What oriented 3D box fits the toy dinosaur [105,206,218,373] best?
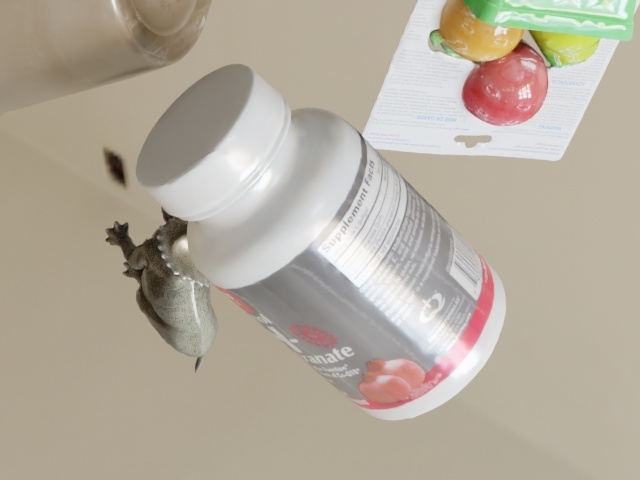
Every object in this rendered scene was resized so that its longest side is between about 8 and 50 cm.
[{"bbox_3d":[-0.168,0.061,1.638,0.121,0.314,0.160,-11,-141,-23],"label":"toy dinosaur"}]

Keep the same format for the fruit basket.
[{"bbox_3d":[0.240,-0.257,1.811,0.327,0.353,0.165,1,-135,-26],"label":"fruit basket"}]

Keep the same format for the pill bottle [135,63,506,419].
[{"bbox_3d":[0.000,0.000,1.200,0.176,0.318,0.176,-33,-148,24],"label":"pill bottle"}]

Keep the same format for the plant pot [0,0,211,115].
[{"bbox_3d":[-0.259,-0.252,1.252,0.280,0.323,0.323,4,-140,24],"label":"plant pot"}]
